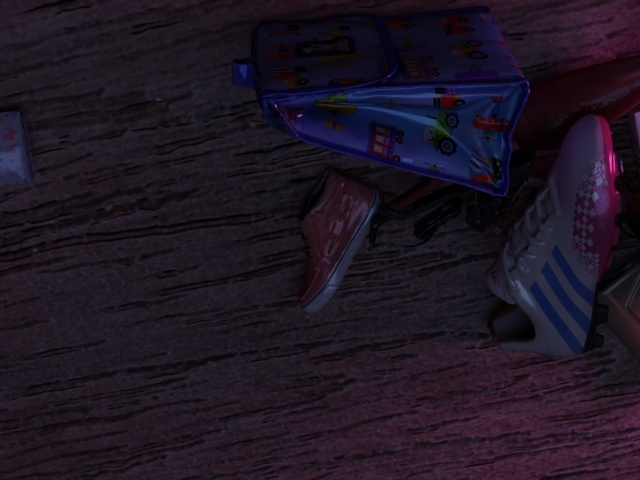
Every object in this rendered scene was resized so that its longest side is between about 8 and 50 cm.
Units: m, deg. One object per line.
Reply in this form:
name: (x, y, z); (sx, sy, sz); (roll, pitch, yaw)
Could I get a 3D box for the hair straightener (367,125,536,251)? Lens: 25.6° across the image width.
hair straightener: (0.153, -0.042, 1.625); (0.230, 0.047, 0.089); (-35, 113, 19)

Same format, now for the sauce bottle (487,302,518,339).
sauce bottle: (0.265, 0.076, 1.772); (0.042, 0.042, 0.128); (36, 109, -22)

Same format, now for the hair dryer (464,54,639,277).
hair dryer: (0.317, -0.105, 1.650); (0.223, 0.080, 0.293); (17, 126, -11)

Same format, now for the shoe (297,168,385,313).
shoe: (0.000, 0.000, 1.694); (0.081, 0.063, 0.178); (25, 109, -17)

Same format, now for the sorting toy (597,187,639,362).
sorting toy: (0.457, 0.042, 1.775); (0.229, 0.041, 0.307); (-38, 110, 13)

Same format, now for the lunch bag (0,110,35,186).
lunch bag: (-0.368, -0.104, 1.605); (0.071, 0.053, 0.083); (-7, 111, -3)

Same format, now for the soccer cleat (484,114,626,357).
soccer cleat: (0.263, 0.008, 1.612); (0.143, 0.116, 0.331); (-1, 127, 1)

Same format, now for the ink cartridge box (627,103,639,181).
ink cartridge box: (0.405, -0.113, 1.675); (0.063, 0.029, 0.115); (-17, 116, -3)

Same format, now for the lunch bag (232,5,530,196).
lunch bag: (0.050, -0.164, 1.510); (0.293, 0.221, 0.138); (4, 119, -8)
